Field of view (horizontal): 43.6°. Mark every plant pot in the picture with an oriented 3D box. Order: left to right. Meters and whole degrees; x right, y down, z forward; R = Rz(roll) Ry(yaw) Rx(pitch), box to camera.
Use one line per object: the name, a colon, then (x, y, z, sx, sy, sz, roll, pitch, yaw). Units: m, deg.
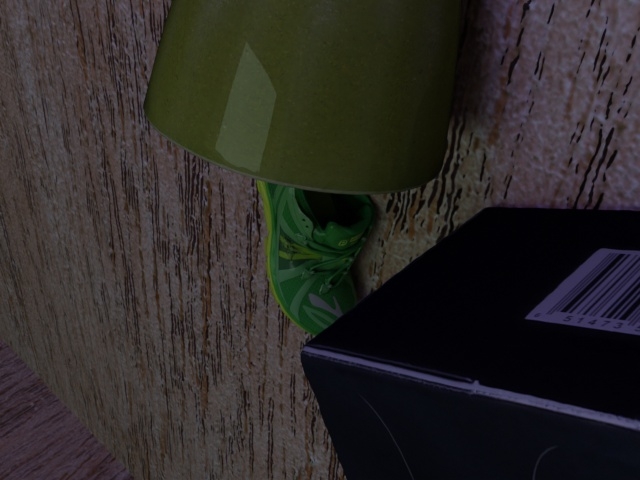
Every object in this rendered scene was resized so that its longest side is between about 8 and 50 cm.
plant pot: (0.006, -0.229, 0.666, 0.275, 0.275, 0.293, 30, 121, 31)

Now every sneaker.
sneaker: (0.000, 0.000, 0.949, 0.124, 0.109, 0.295, 18, 130, 45)

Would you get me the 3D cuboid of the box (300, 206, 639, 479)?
box: (0.300, 0.243, 0.636, 0.480, 0.297, 0.471, 5, 120, 47)
